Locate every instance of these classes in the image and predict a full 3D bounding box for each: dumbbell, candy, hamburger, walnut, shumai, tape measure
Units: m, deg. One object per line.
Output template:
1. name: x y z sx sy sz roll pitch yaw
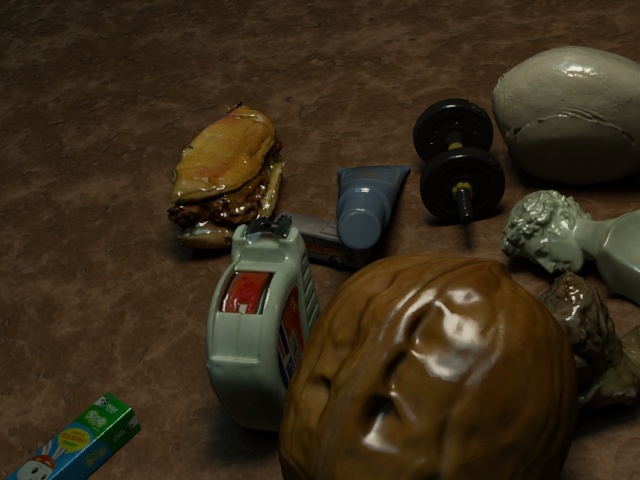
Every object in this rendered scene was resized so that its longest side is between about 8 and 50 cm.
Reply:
1. dumbbell: 0.234 -0.138 1.775 0.143 0.143 0.326 -9 40 7
2. candy: 0.428 -0.217 1.708 0.295 0.295 0.185 3 58 20
3. hamburger: -0.160 -0.108 1.858 0.282 0.155 0.245 -26 44 -19
4. walnut: 0.126 0.202 1.261 0.354 0.308 0.398 22 87 31
5. shumai: 0.360 0.152 1.389 0.175 0.206 0.166 15 26 2
6. tape measure: -0.084 0.130 1.486 0.125 0.243 0.246 3 42 21

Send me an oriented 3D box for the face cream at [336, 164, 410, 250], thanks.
1. face cream: 0.078 -0.075 1.734 0.135 0.086 0.385 -3 18 7

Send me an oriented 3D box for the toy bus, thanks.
1. toy bus: 0.000 0.000 1.746 0.171 0.072 0.057 12 43 28

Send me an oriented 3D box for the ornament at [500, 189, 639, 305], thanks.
1. ornament: 0.417 0.001 1.577 0.285 0.120 0.130 17 48 31

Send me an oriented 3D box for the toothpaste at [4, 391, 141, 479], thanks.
1. toothpaste: -0.382 0.331 1.498 0.065 0.050 0.266 22 52 39
